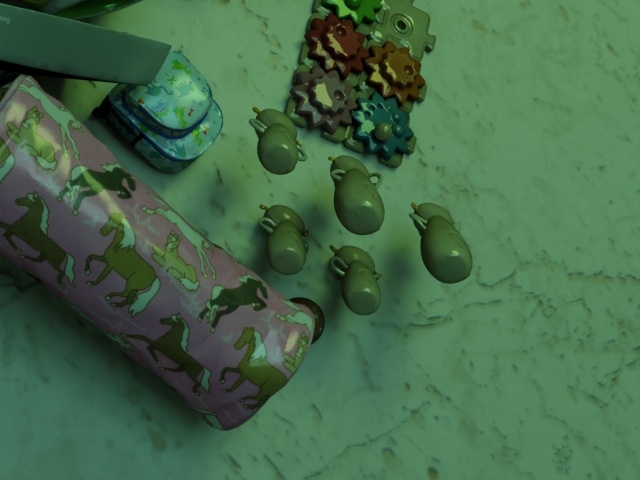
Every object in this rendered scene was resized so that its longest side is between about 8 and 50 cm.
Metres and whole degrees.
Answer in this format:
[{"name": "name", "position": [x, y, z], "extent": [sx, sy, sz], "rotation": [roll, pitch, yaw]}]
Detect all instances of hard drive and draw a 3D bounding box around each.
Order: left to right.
[{"name": "hard drive", "position": [-0.284, -0.188, 1.048], "extent": [0.255, 0.172, 0.054], "rotation": [2, 97, -56]}]

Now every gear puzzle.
[{"name": "gear puzzle", "position": [0.071, -0.261, 1.370], "extent": [0.175, 0.044, 0.338], "rotation": [23, 62, -19]}]

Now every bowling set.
[{"name": "bowling set", "position": [0.000, 0.000, 1.198], "extent": [0.287, 0.200, 0.154], "rotation": [34, 17, -16]}]

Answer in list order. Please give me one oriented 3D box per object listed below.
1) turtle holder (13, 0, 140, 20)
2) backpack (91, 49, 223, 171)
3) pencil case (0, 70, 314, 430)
[{"name": "turtle holder", "position": [-0.265, -0.341, 1.095], "extent": [0.320, 0.243, 0.227], "rotation": [-33, 105, -67]}, {"name": "backpack", "position": [-0.161, -0.135, 1.175], "extent": [0.114, 0.084, 0.105], "rotation": [46, 60, -9]}, {"name": "pencil case", "position": [-0.182, 0.019, 1.034], "extent": [0.386, 0.160, 0.167], "rotation": [40, 29, -17]}]
